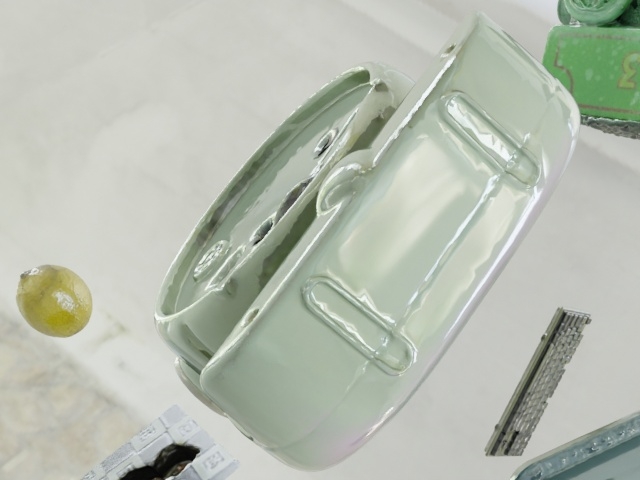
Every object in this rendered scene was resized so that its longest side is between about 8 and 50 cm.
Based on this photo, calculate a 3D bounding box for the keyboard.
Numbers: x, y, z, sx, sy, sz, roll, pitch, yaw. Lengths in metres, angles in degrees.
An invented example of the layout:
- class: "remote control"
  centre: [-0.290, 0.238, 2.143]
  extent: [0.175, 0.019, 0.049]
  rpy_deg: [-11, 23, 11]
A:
- class: "keyboard"
  centre: [0.166, 0.110, 0.844]
  extent: [0.015, 0.049, 0.129]
  rpy_deg: [32, -78, 34]

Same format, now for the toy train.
- class: "toy train"
  centre: [0.338, -0.194, 1.111]
  extent: [0.243, 0.132, 0.188]
  rpy_deg: [18, -83, 48]

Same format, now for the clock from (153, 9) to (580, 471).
- class: "clock"
  centre: [0.000, 0.000, 0.706]
  extent: [0.109, 0.265, 0.324]
  rpy_deg: [39, -14, -16]

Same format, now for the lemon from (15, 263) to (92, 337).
- class: "lemon"
  centre: [-0.314, 0.074, 1.316]
  extent: [0.082, 0.082, 0.110]
  rpy_deg: [20, -20, 38]

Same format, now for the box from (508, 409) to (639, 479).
- class: "box"
  centre: [0.243, 0.188, 0.694]
  extent: [0.130, 0.227, 0.162]
  rpy_deg: [-164, -125, -73]

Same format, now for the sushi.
- class: "sushi"
  centre: [-0.199, 0.301, 1.246]
  extent: [0.192, 0.215, 0.050]
  rpy_deg: [26, -31, 57]
